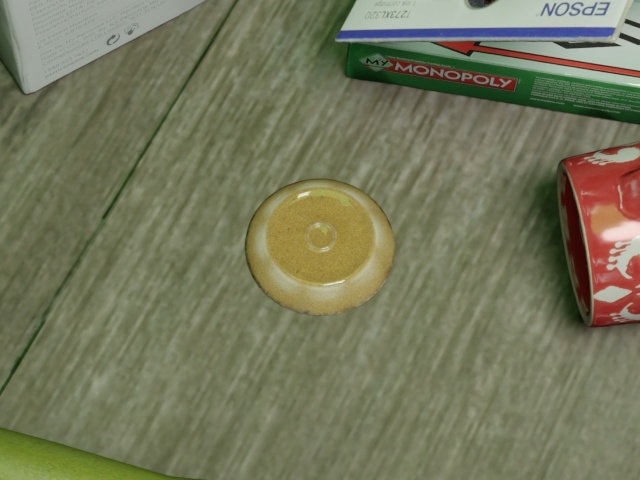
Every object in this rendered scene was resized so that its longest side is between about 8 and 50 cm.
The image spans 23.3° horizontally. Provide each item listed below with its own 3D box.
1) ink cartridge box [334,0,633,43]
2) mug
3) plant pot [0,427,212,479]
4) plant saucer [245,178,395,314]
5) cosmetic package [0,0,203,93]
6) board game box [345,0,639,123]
[{"bbox_3d":[0.161,-0.235,0.845,0.176,0.069,0.371,6,58,42],"label":"ink cartridge box"},{"bbox_3d":[0.213,-0.027,0.807,0.169,0.150,0.113,-10,37,3],"label":"mug"},{"bbox_3d":[-0.189,0.209,0.603,0.353,0.366,0.366,2,65,-13],"label":"plant pot"},{"bbox_3d":[0.000,0.000,0.859,0.083,0.015,0.083,0,65,-1],"label":"plant saucer"},{"bbox_3d":[-0.172,-0.245,0.851,0.138,0.224,0.224,-31,71,-14],"label":"cosmetic package"},{"bbox_3d":[0.188,-0.172,0.925,0.317,0.046,0.213,9,67,3],"label":"board game box"}]
